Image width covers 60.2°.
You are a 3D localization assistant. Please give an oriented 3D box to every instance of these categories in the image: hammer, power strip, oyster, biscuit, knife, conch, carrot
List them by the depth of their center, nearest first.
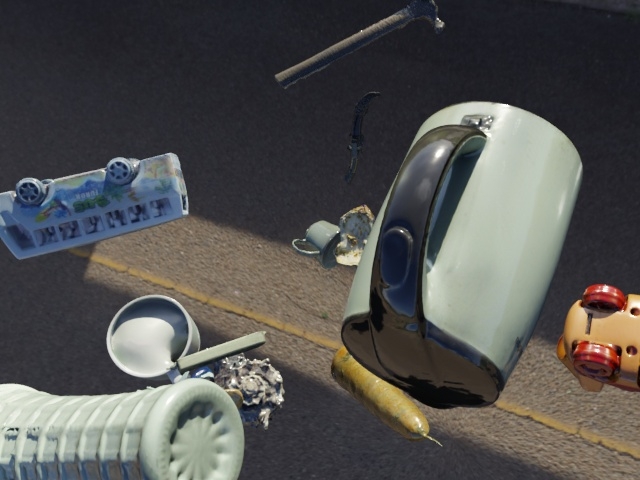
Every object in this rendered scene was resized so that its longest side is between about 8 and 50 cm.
[{"bbox_3d":[0.048,-0.006,0.711,0.054,0.019,0.083,8,85,20],"label":"oyster"},{"bbox_3d":[0.089,0.222,0.796,0.078,0.298,0.078,-3,98,-18],"label":"carrot"},{"bbox_3d":[0.057,-0.338,0.943,0.297,0.027,0.125,-28,79,8],"label":"hammer"},{"bbox_3d":[0.076,-0.218,1.186,0.046,0.222,0.021,18,33,2],"label":"knife"},{"bbox_3d":[-0.223,0.246,1.201,0.227,0.080,0.029,-17,77,-16],"label":"power strip"},{"bbox_3d":[-0.266,0.408,1.383,0.147,0.018,0.071,-3,111,-18],"label":"biscuit"},{"bbox_3d":[-0.242,0.452,1.730,0.313,0.186,0.240,38,101,32],"label":"conch"}]

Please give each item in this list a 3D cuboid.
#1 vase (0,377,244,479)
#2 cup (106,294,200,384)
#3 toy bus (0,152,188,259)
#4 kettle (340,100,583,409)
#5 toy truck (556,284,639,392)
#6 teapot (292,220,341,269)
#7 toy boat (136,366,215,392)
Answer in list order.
[{"bbox_3d":[-0.221,0.199,0.524,0.299,0.143,0.143,-14,67,30],"label":"vase"},{"bbox_3d":[-0.508,0.374,1.826,0.259,0.274,0.356,-32,78,-12],"label":"cup"},{"bbox_3d":[-0.409,-0.065,0.992,0.330,0.109,0.135,-15,97,-5],"label":"toy bus"},{"bbox_3d":[0.109,0.001,0.461,0.161,0.221,0.236,13,59,29],"label":"kettle"},{"bbox_3d":[0.615,0.220,1.110,0.265,0.239,0.189,6,60,31],"label":"toy truck"},{"bbox_3d":[0.000,0.000,1.962,0.149,0.162,0.239,34,41,29],"label":"teapot"},{"bbox_3d":[-0.339,0.367,1.279,0.210,0.070,0.292,-46,30,-12],"label":"toy boat"}]
